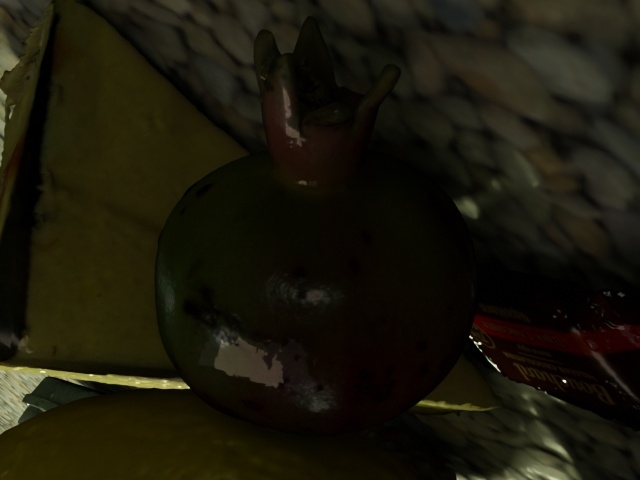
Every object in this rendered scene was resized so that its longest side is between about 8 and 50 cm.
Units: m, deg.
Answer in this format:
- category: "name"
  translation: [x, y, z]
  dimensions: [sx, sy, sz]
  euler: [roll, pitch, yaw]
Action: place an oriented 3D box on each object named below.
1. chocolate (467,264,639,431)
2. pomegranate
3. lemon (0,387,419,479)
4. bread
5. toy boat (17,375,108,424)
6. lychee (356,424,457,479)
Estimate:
- category: "chocolate"
  translation: [0.096, 0.039, 0.472]
  dimensions: [0.086, 0.028, 0.182]
  euler: [47, 167, -19]
- category: "pomegranate"
  translation: [0.007, 0.002, 0.443]
  dimensions: [0.129, 0.129, 0.159]
  euler: [33, 114, 10]
- category: "lemon"
  translation: [-0.062, 0.188, 0.503]
  dimensions: [0.284, 0.260, 0.260]
  euler: [19, 153, 22]
- category: "bread"
  translation: [-0.046, 0.002, 0.602]
  dimensions: [0.264, 0.163, 0.168]
  euler: [11, 166, -23]
- category: "toy boat"
  translation: [-0.199, 0.227, 1.205]
  dimensions: [0.320, 0.092, 0.141]
  euler: [7, 145, 47]
- category: "lychee"
  translation: [0.013, 0.187, 0.723]
  dimensions: [0.197, 0.165, 0.165]
  euler: [51, 155, -16]
